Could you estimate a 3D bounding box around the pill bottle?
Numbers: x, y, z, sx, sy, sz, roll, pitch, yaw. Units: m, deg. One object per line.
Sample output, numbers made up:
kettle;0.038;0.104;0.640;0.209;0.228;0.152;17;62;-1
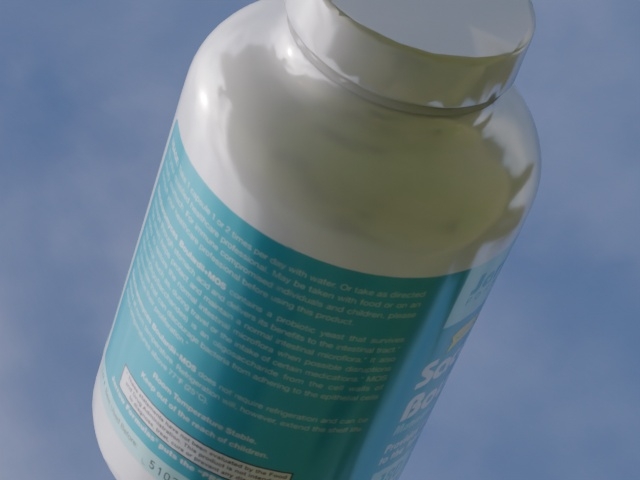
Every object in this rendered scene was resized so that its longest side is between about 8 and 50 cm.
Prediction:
pill bottle;0.000;0.000;0.742;0.146;0.146;0.264;8;-48;-16
